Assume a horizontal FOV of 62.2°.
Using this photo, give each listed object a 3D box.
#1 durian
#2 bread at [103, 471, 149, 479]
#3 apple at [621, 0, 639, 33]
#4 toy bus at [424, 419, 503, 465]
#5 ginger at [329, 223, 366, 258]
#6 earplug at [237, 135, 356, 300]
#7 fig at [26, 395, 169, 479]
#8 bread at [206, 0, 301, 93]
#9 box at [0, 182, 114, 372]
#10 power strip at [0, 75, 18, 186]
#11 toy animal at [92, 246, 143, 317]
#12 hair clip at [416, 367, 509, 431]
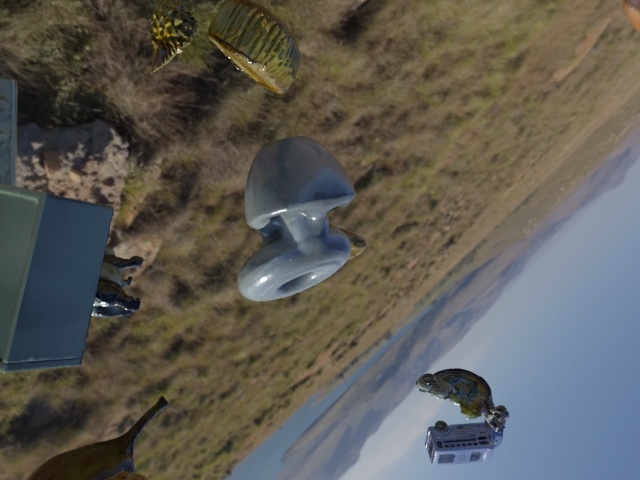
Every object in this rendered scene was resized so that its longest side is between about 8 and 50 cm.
[{"bbox_3d":[-0.362,-0.505,1.311,0.140,0.078,0.225,71,31,-72],"label":"durian"},{"bbox_3d":[-0.251,0.333,0.547,0.210,0.114,0.083,-32,150,12],"label":"bread"},{"bbox_3d":[0.335,-0.226,0.367,0.242,0.242,0.241,-46,157,-1],"label":"apple"},{"bbox_3d":[0.313,0.434,1.134,0.167,0.076,0.073,-3,124,-4],"label":"toy bus"},{"bbox_3d":[-0.010,-0.009,1.089,0.205,0.115,0.081,10,107,-37],"label":"ginger"},{"bbox_3d":[-0.046,-0.019,0.907,0.214,0.175,0.326,-16,133,-30],"label":"earplug"},{"bbox_3d":[-0.375,0.431,0.954,0.290,0.191,0.191,-23,153,-37],"label":"fig"},{"bbox_3d":[-0.161,-0.499,1.370,0.143,0.227,0.253,-61,162,3],"label":"bread"},{"bbox_3d":[-0.422,0.039,0.744,0.117,0.224,0.225,15,87,-60],"label":"box"},{"bbox_3d":[-0.600,-0.178,0.943,0.105,0.257,0.070,1,169,-28],"label":"power strip"},{"bbox_3d":[-0.443,0.081,1.108,0.121,0.225,0.094,20,117,-28],"label":"toy animal"},{"bbox_3d":[0.276,0.295,1.012,0.116,0.172,0.049,-9,120,-42],"label":"hair clip"}]
